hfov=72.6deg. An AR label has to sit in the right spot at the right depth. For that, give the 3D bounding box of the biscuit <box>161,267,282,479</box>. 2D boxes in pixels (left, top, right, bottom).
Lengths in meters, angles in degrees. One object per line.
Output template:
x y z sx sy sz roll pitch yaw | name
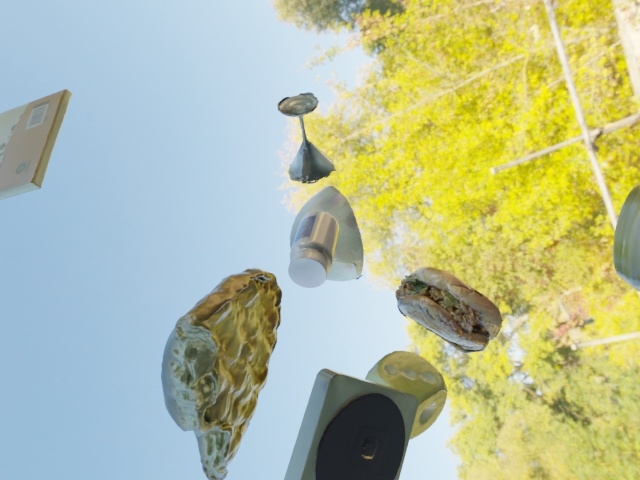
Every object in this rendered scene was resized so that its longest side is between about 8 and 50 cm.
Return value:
-0.143 0.203 0.659 0.329 0.078 0.335 24 -103 -74 | biscuit

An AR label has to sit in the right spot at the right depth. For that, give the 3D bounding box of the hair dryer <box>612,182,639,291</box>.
0.341 -0.052 0.319 0.278 0.135 0.090 -41 -60 -25 | hair dryer

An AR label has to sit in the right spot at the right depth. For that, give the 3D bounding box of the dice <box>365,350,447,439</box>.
0.230 0.420 1.197 0.166 0.169 0.169 -15 -55 -33 | dice

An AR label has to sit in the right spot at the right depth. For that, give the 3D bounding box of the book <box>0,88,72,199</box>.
-0.582 -0.151 0.774 0.020 0.295 0.208 49 -145 -57 | book

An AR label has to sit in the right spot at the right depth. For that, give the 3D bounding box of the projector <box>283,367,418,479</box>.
0.061 0.403 0.852 0.257 0.079 0.259 27 -106 -33 | projector

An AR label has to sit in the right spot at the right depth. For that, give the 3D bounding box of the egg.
0.000 0.000 1.460 0.337 0.201 0.337 54 155 40 | egg

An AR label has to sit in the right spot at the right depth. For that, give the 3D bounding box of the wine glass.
-0.045 -0.300 1.277 0.232 0.156 0.156 79 -166 -46 | wine glass

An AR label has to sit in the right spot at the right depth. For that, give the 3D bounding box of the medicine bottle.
-0.015 0.019 1.032 0.103 0.102 0.187 57 -153 -27 | medicine bottle

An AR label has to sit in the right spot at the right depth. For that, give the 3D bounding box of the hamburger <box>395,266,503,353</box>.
0.314 0.174 1.101 0.146 0.286 0.243 -52 -51 -15 | hamburger
